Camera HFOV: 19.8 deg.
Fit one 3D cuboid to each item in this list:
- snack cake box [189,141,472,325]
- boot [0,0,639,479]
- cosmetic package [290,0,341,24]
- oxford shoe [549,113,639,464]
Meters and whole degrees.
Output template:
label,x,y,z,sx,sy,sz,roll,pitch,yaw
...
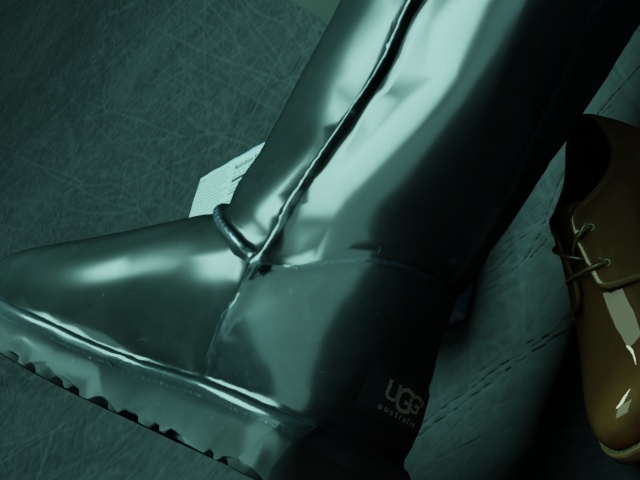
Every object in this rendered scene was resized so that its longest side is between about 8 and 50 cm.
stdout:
label,x,y,z,sx,sy,sz,roll,pitch,yaw
snack cake box,0.000,0.000,1.253,0.264,0.089,0.152,-24,42,51
boot,0.005,-0.088,1.072,0.367,0.146,0.445,18,79,45
cosmetic package,0.072,-0.330,1.441,0.309,0.113,0.160,-45,30,27
oxford shoe,0.151,0.021,0.973,0.076,0.076,0.212,-36,36,38
